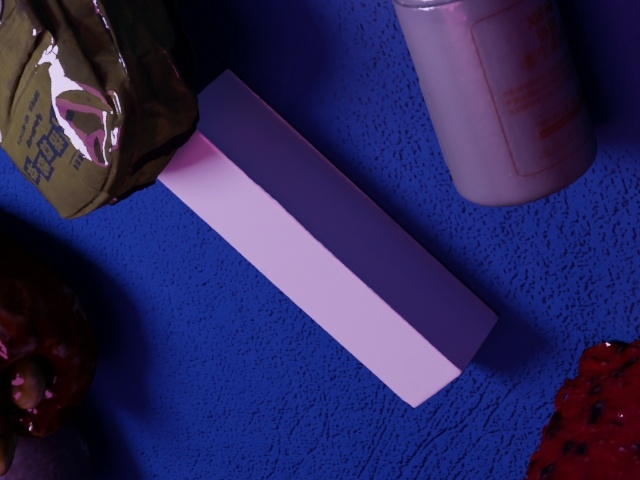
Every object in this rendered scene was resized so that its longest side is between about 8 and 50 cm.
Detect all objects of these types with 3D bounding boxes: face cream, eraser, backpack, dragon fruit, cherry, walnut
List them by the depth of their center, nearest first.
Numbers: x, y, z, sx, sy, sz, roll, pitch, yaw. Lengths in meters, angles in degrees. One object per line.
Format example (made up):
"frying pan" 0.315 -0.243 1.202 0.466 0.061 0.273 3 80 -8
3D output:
"face cream" 0.098 -0.150 0.811 0.101 0.101 0.252 0 124 37
"dragon fruit" 0.217 0.202 0.907 0.240 0.330 0.302 35 146 42
"backpack" -0.191 -0.146 0.974 0.253 0.140 0.207 59 140 13
"eraser" 0.000 -0.001 1.030 0.298 0.076 0.078 42 138 -1
"walnut" -0.372 0.099 1.298 0.269 0.221 0.244 40 122 25
"cherry" -0.361 0.256 1.446 0.213 0.183 0.266 16 114 11
